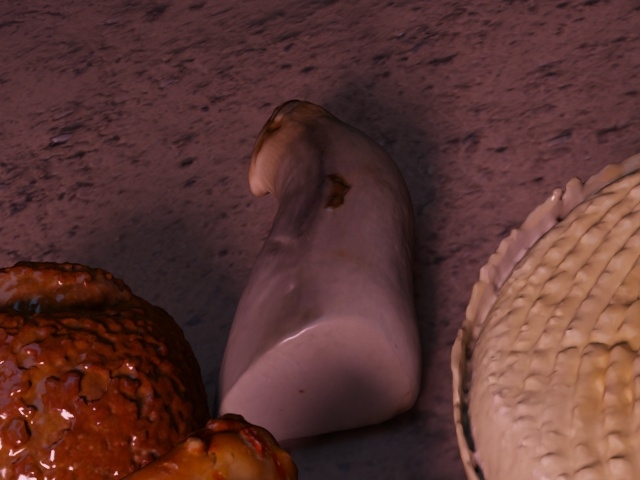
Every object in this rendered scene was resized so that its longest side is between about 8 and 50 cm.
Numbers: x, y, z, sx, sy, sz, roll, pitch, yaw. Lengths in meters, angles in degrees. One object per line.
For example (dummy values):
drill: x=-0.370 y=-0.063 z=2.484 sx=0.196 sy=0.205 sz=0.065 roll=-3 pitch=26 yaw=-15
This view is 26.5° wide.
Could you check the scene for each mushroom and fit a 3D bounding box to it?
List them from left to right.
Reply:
mushroom: x=0.000 y=-0.001 z=1.167 sx=0.177 sy=0.126 sz=0.397 roll=-21 pitch=33 yaw=22

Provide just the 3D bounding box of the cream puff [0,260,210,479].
cream puff: x=-0.232 y=0.137 z=1.030 sx=0.303 sy=0.212 sz=0.303 roll=-23 pitch=27 yaw=13

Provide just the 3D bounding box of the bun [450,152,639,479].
bun: x=0.261 y=0.091 z=0.768 sx=0.364 sy=0.202 sz=0.364 roll=-23 pitch=32 yaw=15

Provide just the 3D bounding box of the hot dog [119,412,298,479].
hot dog: x=-0.054 y=0.190 z=0.768 sx=0.153 sy=0.257 sz=0.150 roll=-42 pitch=71 yaw=10
